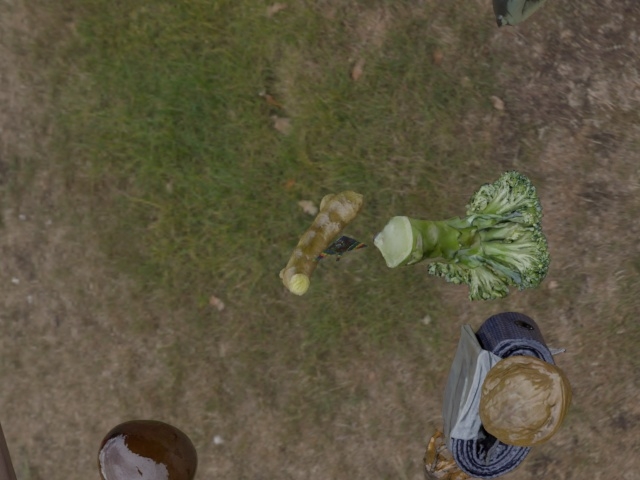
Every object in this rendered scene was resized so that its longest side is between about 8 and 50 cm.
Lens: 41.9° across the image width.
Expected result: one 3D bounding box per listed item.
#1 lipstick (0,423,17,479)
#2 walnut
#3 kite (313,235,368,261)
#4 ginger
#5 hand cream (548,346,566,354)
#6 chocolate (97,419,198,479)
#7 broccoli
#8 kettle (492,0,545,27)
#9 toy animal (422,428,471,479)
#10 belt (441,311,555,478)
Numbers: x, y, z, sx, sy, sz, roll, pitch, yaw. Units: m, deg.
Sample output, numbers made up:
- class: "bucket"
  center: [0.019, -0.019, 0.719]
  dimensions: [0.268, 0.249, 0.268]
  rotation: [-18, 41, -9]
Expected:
- class: "lipstick"
  center: [-0.322, 0.264, 0.806]
  dimensions: [0.070, 0.070, 0.254]
  rotation: [-35, 69, 30]
- class: "walnut"
  center: [0.240, 0.187, 0.980]
  dimensions: [0.105, 0.105, 0.124]
  rotation: [57, 132, 20]
- class: "kite"
  center: [0.045, 0.016, 1.688]
  dimensions: [0.090, 0.122, 0.004]
  rotation: [102, 152, -53]
- class: "ginger"
  center: [-0.002, -0.003, 1.786]
  dimensions: [0.118, 0.298, 0.065]
  rotation: [-12, 126, 44]
- class: "hand cream"
  center: [0.356, 0.223, 1.603]
  dimensions: [0.257, 0.084, 0.050]
  rotation: [149, 111, -65]
- class: "chocolate"
  center: [-0.297, 0.379, 1.429]
  dimensions: [0.177, 0.177, 0.176]
  rotation: [1, 91, 34]
- class: "broccoli"
  center: [0.254, -0.009, 1.450]
  dimensions: [0.252, 0.361, 0.221]
  rotation: [-14, 79, 23]
- class: "kettle"
  center: [0.374, -0.494, 1.336]
  dimensions: [0.228, 0.324, 0.321]
  rotation: [37, 154, 15]
- class: "toy animal"
  center: [0.228, 0.423, 1.575]
  dimensions: [0.114, 0.255, 0.116]
  rotation: [31, 70, 31]
- class: "belt"
  center: [0.253, 0.225, 1.191]
  dimensions: [0.140, 0.126, 0.230]
  rotation: [14, 110, -3]
